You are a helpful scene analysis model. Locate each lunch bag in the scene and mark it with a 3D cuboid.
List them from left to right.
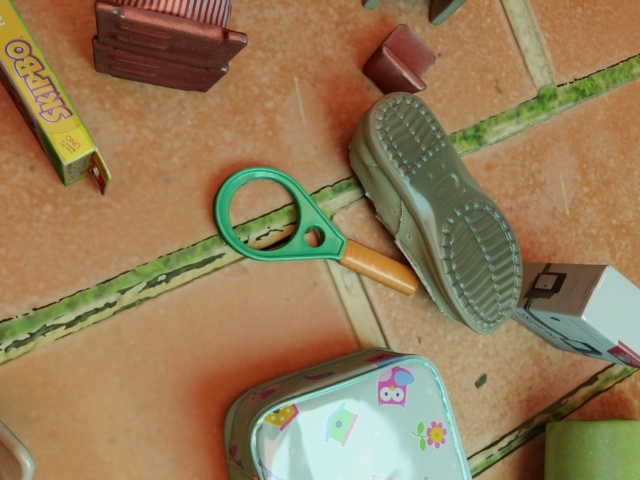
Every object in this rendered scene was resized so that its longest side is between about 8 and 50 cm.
[{"bbox_3d":[0.042,0.252,0.638,0.224,0.108,0.279,-16,94,-26],"label":"lunch bag"}]

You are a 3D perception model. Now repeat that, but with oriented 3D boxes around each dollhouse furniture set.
[{"bbox_3d":[-0.009,-0.239,0.628,0.374,0.152,0.201,6,84,-21],"label":"dollhouse furniture set"}]

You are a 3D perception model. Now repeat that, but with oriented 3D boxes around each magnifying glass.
[{"bbox_3d":[0.000,0.000,0.687,0.231,0.026,0.092,24,78,-16],"label":"magnifying glass"}]

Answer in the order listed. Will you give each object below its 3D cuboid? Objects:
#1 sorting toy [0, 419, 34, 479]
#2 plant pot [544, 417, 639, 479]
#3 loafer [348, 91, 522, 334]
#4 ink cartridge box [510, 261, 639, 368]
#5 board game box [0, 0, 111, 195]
[{"bbox_3d":[-0.326,0.189,0.489,0.193,0.038,0.208,31,74,27],"label":"sorting toy"},{"bbox_3d":[0.335,0.310,0.686,0.276,0.276,0.254,7,72,-21],"label":"plant pot"},{"bbox_3d":[0.117,-0.025,0.696,0.102,0.092,0.268,-33,103,-20],"label":"loafer"},{"bbox_3d":[0.275,0.076,0.719,0.109,0.150,0.063,34,79,-16],"label":"ink cartridge box"},{"bbox_3d":[-0.249,-0.150,0.544,0.039,0.124,0.259,-34,98,-19],"label":"board game box"}]
